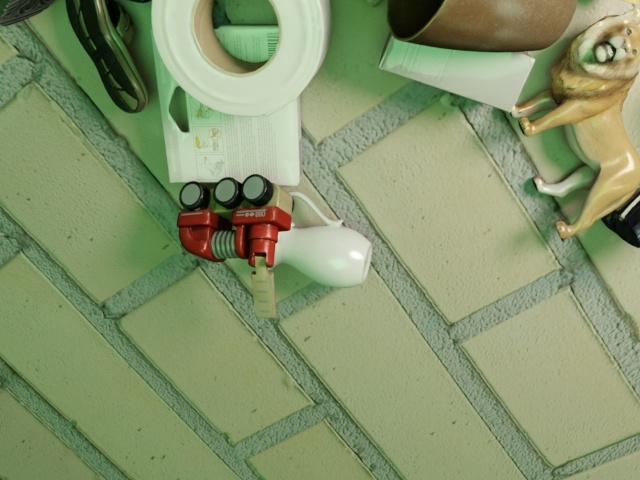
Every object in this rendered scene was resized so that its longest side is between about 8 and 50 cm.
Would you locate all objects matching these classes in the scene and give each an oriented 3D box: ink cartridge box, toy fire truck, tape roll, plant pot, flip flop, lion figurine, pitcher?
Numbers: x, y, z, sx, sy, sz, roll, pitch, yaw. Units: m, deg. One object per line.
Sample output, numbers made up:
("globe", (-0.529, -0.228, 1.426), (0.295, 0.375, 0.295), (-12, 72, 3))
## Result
("ink cartridge box", (-0.169, -0.254, 1.099), (0.260, 0.066, 0.297), (2, 115, 6))
("toy fire truck", (-0.160, 0.019, 1.125), (0.216, 0.158, 0.247), (-3, 74, 23))
("tape roll", (-0.125, -0.352, 0.944), (0.285, 0.100, 0.286), (4, 119, 8))
("plant pot", (0.250, -0.365, 0.846), (0.230, 0.215, 0.216), (12, 117, -22))
("flip flop", (-0.377, -0.372, 1.056), (0.112, 0.080, 0.277), (-8, 111, 45))
("lion figurine", (0.491, -0.187, 1.032), (0.240, 0.142, 0.392), (-22, 120, 13))
("pitcher", (0.000, 0.000, 1.176), (0.207, 0.125, 0.178), (13, 108, 13))

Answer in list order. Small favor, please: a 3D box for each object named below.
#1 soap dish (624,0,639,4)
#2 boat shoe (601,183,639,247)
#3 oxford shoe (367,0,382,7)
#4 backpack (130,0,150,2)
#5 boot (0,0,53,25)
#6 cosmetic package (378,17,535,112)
("soap dish", (0.402, -0.523, 0.883), (0.290, 0.118, 0.229), (17, 116, -2))
("boat shoe", (0.694, -0.090, 1.031), (0.340, 0.158, 0.127), (-36, 107, 20))
("oxford shoe", (-0.035, -0.525, 0.922), (0.396, 0.140, 0.147), (32, 124, -5))
("backpack", (-0.323, -0.480, 0.996), (0.101, 0.098, 0.120), (34, 117, 22))
("boot", (-0.546, -0.603, 0.872), (0.366, 0.146, 0.445), (-9, 115, 43))
("cosmetic package", (0.230, -0.314, 0.995), (0.237, 0.127, 0.107), (21, 117, -2))
